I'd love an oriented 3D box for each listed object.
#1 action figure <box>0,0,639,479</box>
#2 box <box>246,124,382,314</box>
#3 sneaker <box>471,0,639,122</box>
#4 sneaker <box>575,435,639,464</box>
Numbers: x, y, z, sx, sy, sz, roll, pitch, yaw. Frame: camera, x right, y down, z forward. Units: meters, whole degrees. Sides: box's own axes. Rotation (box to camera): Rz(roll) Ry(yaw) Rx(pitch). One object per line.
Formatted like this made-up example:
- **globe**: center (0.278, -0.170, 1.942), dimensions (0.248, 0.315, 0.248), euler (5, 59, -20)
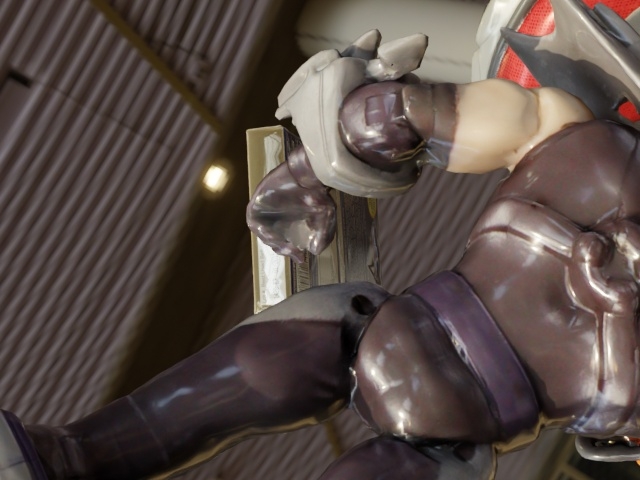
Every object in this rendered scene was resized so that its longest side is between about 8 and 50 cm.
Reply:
- **action figure**: center (0.015, 0.039, 0.345), dimensions (0.285, 0.185, 0.099), euler (-24, -26, -23)
- **box**: center (0.000, 0.000, 1.133), dimensions (0.225, 0.037, 0.136), euler (20, -115, -68)
- **sneaker**: center (0.175, -0.088, 0.449), dimensions (0.279, 0.118, 0.107), euler (-28, -24, 22)
- **sneaker**: center (0.214, 0.101, 0.699), dimensions (0.321, 0.180, 0.124), euler (-70, -14, -76)
